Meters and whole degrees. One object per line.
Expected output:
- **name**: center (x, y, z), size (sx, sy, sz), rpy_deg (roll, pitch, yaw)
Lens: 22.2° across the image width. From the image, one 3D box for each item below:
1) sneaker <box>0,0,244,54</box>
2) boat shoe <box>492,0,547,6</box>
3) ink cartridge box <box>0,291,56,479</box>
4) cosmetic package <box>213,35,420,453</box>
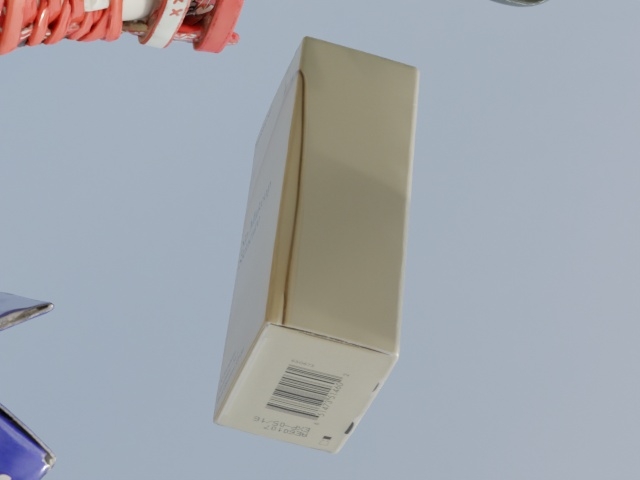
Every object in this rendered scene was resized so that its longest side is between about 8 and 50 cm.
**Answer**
- **sneaker**: center (-0.104, -0.121, 0.703), size (0.270, 0.145, 0.090), rpy_deg (-75, -178, -65)
- **boat shoe**: center (0.083, -0.257, 1.186), size (0.116, 0.319, 0.099), rpy_deg (-40, -142, 17)
- **ink cartridge box**: center (-0.305, 0.152, 0.818), size (0.395, 0.151, 0.270), rpy_deg (-52, -159, -16)
- **cosmetic package**: center (0.000, 0.000, 1.353), size (0.160, 0.113, 0.309), rpy_deg (117, -17, -47)
